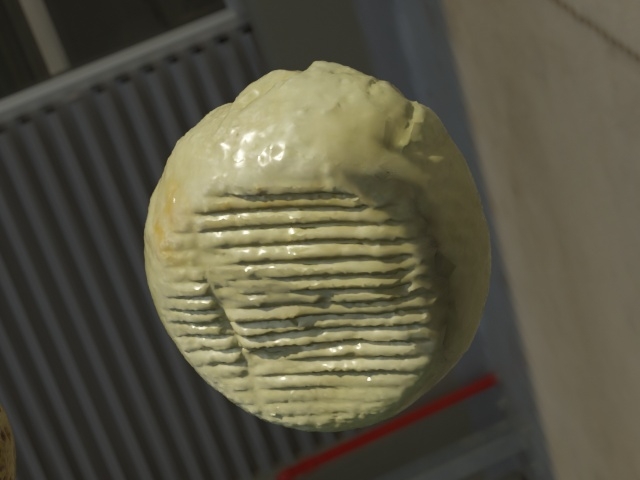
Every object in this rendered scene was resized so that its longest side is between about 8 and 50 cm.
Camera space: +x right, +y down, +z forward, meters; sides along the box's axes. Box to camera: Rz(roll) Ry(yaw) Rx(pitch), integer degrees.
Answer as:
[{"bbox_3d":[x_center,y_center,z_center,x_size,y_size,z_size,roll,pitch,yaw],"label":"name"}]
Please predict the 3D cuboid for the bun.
[{"bbox_3d":[0.000,0.000,0.784,0.111,0.164,0.188,-69,-33,-51],"label":"bun"}]

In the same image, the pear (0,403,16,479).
[{"bbox_3d":[-0.287,0.163,1.120,0.178,0.178,0.178,157,90,-82],"label":"pear"}]
